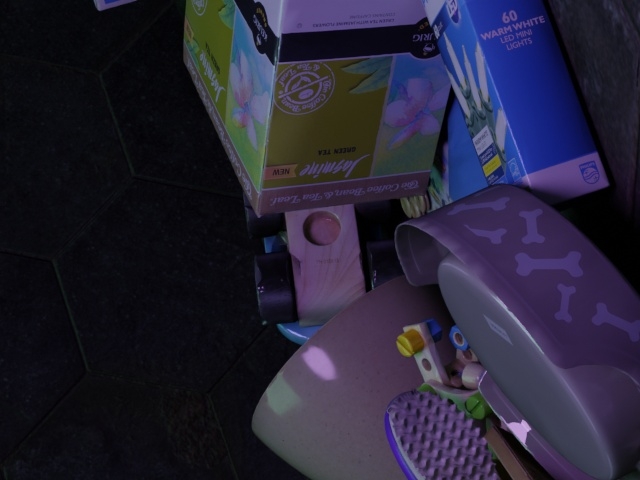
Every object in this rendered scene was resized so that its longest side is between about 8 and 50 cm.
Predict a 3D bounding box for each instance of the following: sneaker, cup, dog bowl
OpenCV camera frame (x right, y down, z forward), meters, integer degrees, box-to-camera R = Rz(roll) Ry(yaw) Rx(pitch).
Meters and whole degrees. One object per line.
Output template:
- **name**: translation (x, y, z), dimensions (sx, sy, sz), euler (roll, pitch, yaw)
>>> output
- **sneaker**: translation (0.155, 0.311, 1.462), dimensions (0.293, 0.102, 0.146), euler (51, 144, 9)
- **cup**: translation (0.107, 0.243, 1.787), dimensions (0.237, 0.331, 0.331), euler (46, 161, 21)
- **dog bowl**: translation (0.211, 0.098, 1.181), dimensions (0.349, 0.102, 0.349), euler (52, 171, 12)

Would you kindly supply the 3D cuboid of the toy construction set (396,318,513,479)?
- **toy construction set**: translation (0.212, 0.249, 1.557), dimensions (0.215, 0.151, 0.328), euler (21, 142, 46)

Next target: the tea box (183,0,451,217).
- **tea box**: translation (-0.007, -0.258, 1.482), dimensions (0.329, 0.220, 0.324), euler (-117, 26, -44)

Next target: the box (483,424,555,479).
- **box**: translation (0.261, 0.266, 1.328), dimensions (0.164, 0.021, 0.201), euler (31, -174, -11)

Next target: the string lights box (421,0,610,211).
- **string lights box**: translation (0.179, -0.151, 1.229), dimensions (0.133, 0.076, 0.260), euler (124, 127, -80)

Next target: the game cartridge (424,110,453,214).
- **game cartridge**: translation (0.166, -0.053, 1.566), dimensions (0.297, 0.062, 0.198), euler (-133, 22, -68)

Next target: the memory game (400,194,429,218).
- **memory game**: translation (0.099, -0.110, 1.645), dimensions (0.186, 0.012, 0.186), euler (162, 90, -80)

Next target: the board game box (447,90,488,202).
- **board game box**: translation (0.181, -0.111, 1.379), dimensions (0.133, 0.033, 0.169), euler (151, 122, -64)

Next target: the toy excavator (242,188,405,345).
- **toy excavator**: translation (0.000, 0.000, 2.096), dimensions (0.445, 0.222, 0.433), euler (86, 176, -65)

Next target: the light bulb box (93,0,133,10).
- **light bulb box**: translation (-0.167, -0.524, 1.642), dimensions (0.358, 0.361, 0.225), euler (90, 160, -63)
